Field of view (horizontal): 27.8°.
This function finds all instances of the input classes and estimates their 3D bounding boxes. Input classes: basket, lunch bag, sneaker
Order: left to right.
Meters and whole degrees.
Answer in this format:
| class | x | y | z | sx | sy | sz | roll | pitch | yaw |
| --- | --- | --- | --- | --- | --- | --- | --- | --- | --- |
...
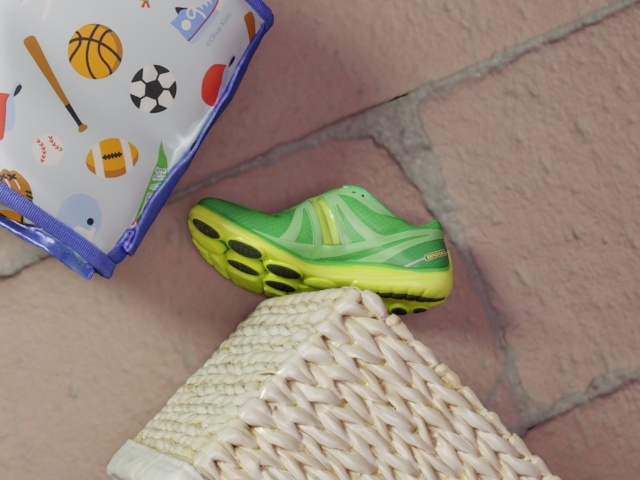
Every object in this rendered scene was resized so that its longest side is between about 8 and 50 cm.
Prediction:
| class | x | y | z | sx | sy | sz | roll | pitch | yaw |
| --- | --- | --- | --- | --- | --- | --- | --- | --- | --- |
| lunch bag | -0.282 | -0.188 | 1.252 | 0.385 | 0.239 | 0.328 | 31 | 78 | -5 |
| sneaker | 0.000 | 0.000 | 1.399 | 0.295 | 0.109 | 0.123 | 13 | 62 | -12 |
| basket | 0.009 | 0.245 | 1.269 | 0.328 | 0.331 | 0.266 | 45 | 72 | -9 |
